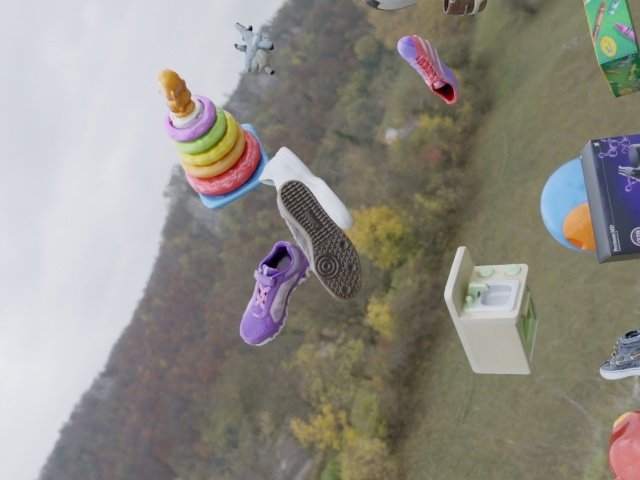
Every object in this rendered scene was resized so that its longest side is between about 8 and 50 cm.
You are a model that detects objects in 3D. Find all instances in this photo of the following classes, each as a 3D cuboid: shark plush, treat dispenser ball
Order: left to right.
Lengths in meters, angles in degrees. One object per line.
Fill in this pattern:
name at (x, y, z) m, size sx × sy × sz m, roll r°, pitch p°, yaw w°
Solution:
shark plush at (-0.146, -0.407, 1.502) m, size 0.073 × 0.067 × 0.161 m, roll 103°, pitch 147°, yaw -62°
treat dispenser ball at (0.808, -0.109, 2.180) m, size 0.288 × 0.288 × 0.288 m, roll -159°, pitch 90°, yaw -85°

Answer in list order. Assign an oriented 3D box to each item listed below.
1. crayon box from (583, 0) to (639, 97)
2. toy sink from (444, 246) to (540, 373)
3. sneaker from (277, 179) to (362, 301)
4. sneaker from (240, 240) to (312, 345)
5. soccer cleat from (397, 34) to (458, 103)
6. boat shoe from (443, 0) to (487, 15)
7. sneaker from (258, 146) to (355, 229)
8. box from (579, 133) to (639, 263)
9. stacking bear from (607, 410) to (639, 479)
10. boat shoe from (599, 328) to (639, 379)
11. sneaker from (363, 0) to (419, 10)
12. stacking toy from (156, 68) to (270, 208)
crayon box at (0.635, -0.425, 1.558) m, size 0.278 × 0.081 × 0.166 m, roll 7°, pitch -109°, yaw -62°
toy sink at (0.358, 0.138, 1.477) m, size 0.234 × 0.131 × 0.153 m, roll 64°, pitch -144°, yaw -33°
sneaker at (0.000, 0.000, 1.036) m, size 0.066 × 0.189 × 0.071 m, roll -27°, pitch -5°, yaw -9°
sneaker at (-0.102, 0.097, 1.479) m, size 0.237 × 0.095 × 0.104 m, roll -61°, pitch -28°, yaw -10°
soccer cleat at (0.305, -0.474, 2.019) m, size 0.083 × 0.248 × 0.095 m, roll -28°, pitch 48°, yaw 30°
boat shoe at (0.250, -0.568, 1.427) m, size 0.095 × 0.095 × 0.258 m, roll 148°, pitch 107°, yaw -81°
sneaker at (-0.027, -0.074, 1.328) m, size 0.094 × 0.212 × 0.080 m, roll -46°, pitch -26°, yaw -2°
box at (0.690, -0.094, 1.595) m, size 0.103 × 0.184 × 0.262 m, roll 53°, pitch -150°, yaw -76°
stacking bear at (0.524, 0.280, 1.026) m, size 0.164 × 0.288 × 0.175 m, roll 65°, pitch 147°, yaw 29°
boat shoe at (0.616, 0.226, 1.466) m, size 0.065 × 0.083 × 0.183 m, roll -25°, pitch -7°, yaw -20°
sneaker at (0.287, -0.654, 1.535) m, size 0.447 × 0.169 × 0.257 m, roll -31°, pitch 9°, yaw -11°
stacking toy at (-0.230, -0.213, 1.387) m, size 0.175 × 0.165 × 0.302 m, roll 64°, pitch -176°, yaw 36°
